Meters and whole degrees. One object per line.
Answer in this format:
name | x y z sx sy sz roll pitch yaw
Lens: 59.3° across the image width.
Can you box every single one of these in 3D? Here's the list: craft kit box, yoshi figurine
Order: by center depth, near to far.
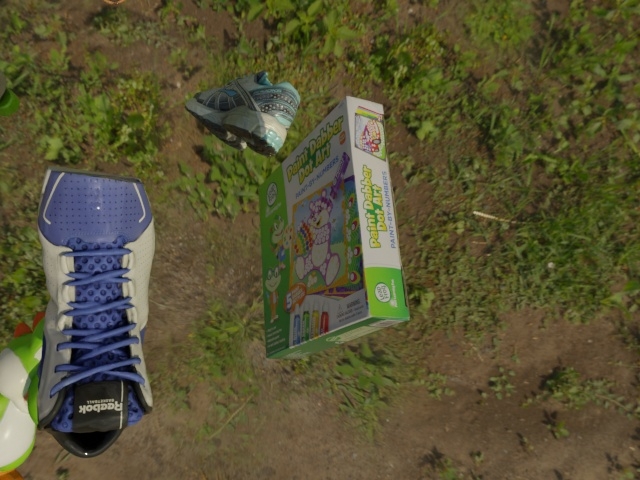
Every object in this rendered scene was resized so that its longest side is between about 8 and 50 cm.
craft kit box | 0.000 0.000 0.675 0.060 0.250 0.247 9 66 -27
yoshi figurine | -0.449 0.281 0.851 0.203 0.204 0.362 35 103 -13

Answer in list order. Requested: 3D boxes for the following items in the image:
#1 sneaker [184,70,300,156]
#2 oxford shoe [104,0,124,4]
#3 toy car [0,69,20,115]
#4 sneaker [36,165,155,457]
sneaker | -0.127 -0.225 0.962 0.110 0.283 0.122 39 81 -42
oxford shoe | -0.358 -0.580 1.061 0.096 0.098 0.272 21 105 -24
toy car | -0.689 -0.297 1.032 0.188 0.155 0.149 33 74 15
sneaker | -0.224 0.093 0.583 0.127 0.182 0.316 1 110 -29
